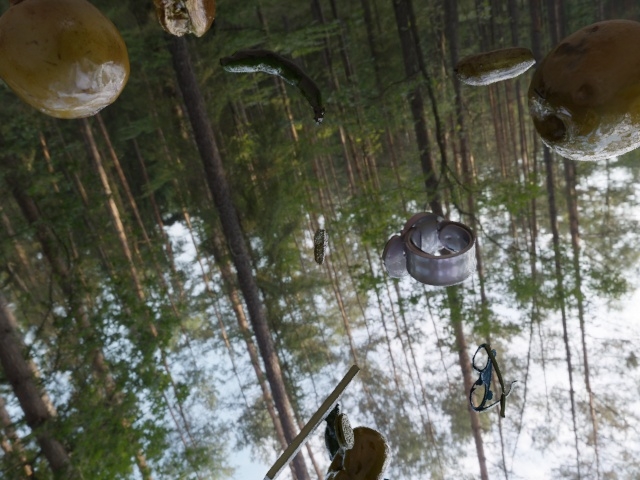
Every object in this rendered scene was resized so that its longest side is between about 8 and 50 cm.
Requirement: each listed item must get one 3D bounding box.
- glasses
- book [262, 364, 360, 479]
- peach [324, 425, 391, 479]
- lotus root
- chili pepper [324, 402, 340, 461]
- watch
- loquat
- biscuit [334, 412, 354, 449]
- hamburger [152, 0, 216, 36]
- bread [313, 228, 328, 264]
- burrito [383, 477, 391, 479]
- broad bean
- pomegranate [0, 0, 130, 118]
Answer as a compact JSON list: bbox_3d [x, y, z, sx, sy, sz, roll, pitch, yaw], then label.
[{"bbox_3d":[0.556,0.470,1.529,0.102,0.239,0.207,3,-178,1],"label":"glasses"},{"bbox_3d":[-0.031,0.408,0.986,0.020,0.208,0.295,37,-131,15],"label":"book"},{"bbox_3d":[0.104,0.646,1.303,0.153,0.251,0.251,25,-157,-3],"label":"peach"},{"bbox_3d":[0.581,-0.586,1.570,0.258,0.110,0.097,-7,-120,24],"label":"lotus root"},{"bbox_3d":[0.044,0.634,1.492,0.061,0.224,0.098,-3,-179,-23],"label":"chili pepper"},{"bbox_3d":[0.329,0.051,1.386,0.244,0.196,0.231,-22,-144,-14],"label":"watch"},{"bbox_3d":[0.483,-0.252,0.793,0.244,0.244,0.244,-14,-160,5],"label":"loquat"},{"bbox_3d":[0.057,0.458,1.122,0.023,0.084,0.084,-19,-161,14],"label":"biscuit"},{"bbox_3d":[-0.426,-0.811,1.470,0.170,0.290,0.314,-1,-118,-3],"label":"hamburger"},{"bbox_3d":[0.004,0.003,1.891,0.054,0.154,0.136,9,-155,10],"label":"bread"},{"bbox_3d":[0.207,0.666,1.133,0.054,0.288,0.104,-17,-154,23],"label":"burrito"},{"bbox_3d":[-0.103,-0.409,1.175,0.049,0.292,0.144,-39,-152,51],"label":"broad bean"},{"bbox_3d":[-0.545,-0.390,0.981,0.264,0.264,0.264,-14,-160,5],"label":"pomegranate"}]
